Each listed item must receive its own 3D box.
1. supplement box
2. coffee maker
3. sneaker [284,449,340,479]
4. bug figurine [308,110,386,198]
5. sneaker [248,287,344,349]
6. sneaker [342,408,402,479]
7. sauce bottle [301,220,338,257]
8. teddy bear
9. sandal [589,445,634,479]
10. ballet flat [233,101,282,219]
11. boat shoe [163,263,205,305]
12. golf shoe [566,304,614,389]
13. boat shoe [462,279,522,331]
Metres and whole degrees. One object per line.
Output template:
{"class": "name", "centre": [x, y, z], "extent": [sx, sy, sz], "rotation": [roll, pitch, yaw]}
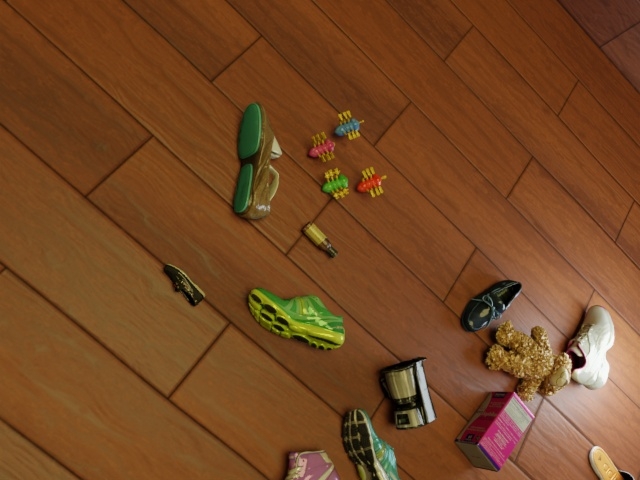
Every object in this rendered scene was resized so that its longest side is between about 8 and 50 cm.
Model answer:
{"class": "supplement box", "centre": [0.537, 0.582, 1.678], "extent": [0.220, 0.111, 0.114], "rotation": [-40, 95, -28]}
{"class": "coffee maker", "centre": [0.272, 0.443, 1.587], "extent": [0.171, 0.120, 0.178], "rotation": [-9, 82, -27]}
{"class": "sneaker", "centre": [-0.083, 0.637, 1.395], "extent": [0.282, 0.102, 0.161], "rotation": [-19, 82, -38]}
{"class": "bug figurine", "centre": [0.079, -0.250, 1.699], "extent": [0.216, 0.072, 0.279], "rotation": [-22, 91, -21]}
{"class": "sneaker", "centre": [-0.066, 0.205, 1.516], "extent": [0.296, 0.109, 0.123], "rotation": [28, 44, -14]}
{"class": "sneaker", "centre": [0.147, 0.593, 1.521], "extent": [0.110, 0.107, 0.275], "rotation": [-23, 92, -47]}
{"class": "sauce bottle", "centre": [0.000, 0.000, 1.618], "extent": [0.128, 0.042, 0.042], "rotation": [47, 63, -10]}
{"class": "teddy bear", "centre": [0.697, 0.400, 1.799], "extent": [0.338, 0.113, 0.245], "rotation": [45, 66, -8]}
{"class": "sandal", "centre": [1.017, 0.824, 1.857], "extent": [0.102, 0.076, 0.265], "rotation": [-39, 95, -27]}
{"class": "ballet flat", "centre": [-0.170, -0.221, 1.567], "extent": [0.124, 0.116, 0.342], "rotation": [15, 70, -42]}
{"class": "boat shoe", "centre": [-0.360, 0.115, 1.419], "extent": [0.133, 0.049, 0.042], "rotation": [48, 55, -12]}
{"class": "golf shoe", "centre": [0.946, 0.362, 1.923], "extent": [0.140, 0.115, 0.306], "rotation": [22, 68, -15]}
{"class": "boat shoe", "centre": [0.565, 0.201, 1.799], "extent": [0.258, 0.089, 0.109], "rotation": [-42, 96, -27]}
